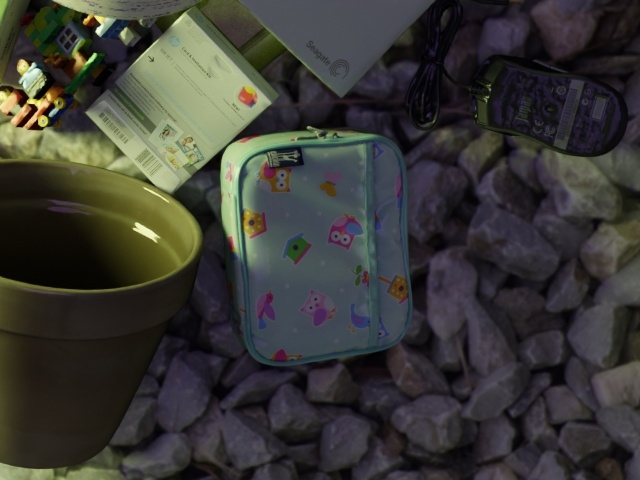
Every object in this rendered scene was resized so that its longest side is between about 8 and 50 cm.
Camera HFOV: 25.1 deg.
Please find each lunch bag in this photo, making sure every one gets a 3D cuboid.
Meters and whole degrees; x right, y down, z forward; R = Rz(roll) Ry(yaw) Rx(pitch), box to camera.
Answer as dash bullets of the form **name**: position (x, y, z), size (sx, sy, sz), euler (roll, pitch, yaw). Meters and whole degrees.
- **lunch bag**: position (0.000, 0.000, 1.698), size (0.224, 0.108, 0.279), euler (-5, 102, -13)

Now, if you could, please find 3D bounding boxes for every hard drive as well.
- **hard drive**: position (0.076, -0.350, 1.601), size (0.353, 0.047, 0.233), euler (-46, 137, 5)

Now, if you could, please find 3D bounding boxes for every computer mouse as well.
- **computer mouse**: position (0.240, -0.205, 1.703), size (0.262, 0.060, 0.184), euler (11, 105, 10)

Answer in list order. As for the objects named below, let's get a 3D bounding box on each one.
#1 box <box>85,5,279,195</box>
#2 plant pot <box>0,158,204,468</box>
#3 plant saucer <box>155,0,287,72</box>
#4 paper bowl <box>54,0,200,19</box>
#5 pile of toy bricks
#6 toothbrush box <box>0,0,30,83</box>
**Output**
- **box**: position (-0.164, -0.161, 1.694), size (0.145, 0.038, 0.186), euler (46, 117, -7)
- **plant pot**: position (-0.312, 0.097, 1.657), size (0.323, 0.323, 0.280), euler (10, 116, -1)
- **plant saucer**: position (-0.107, -0.290, 1.693), size (0.188, 0.045, 0.188), euler (-37, 98, 7)
- **paper bowl**: position (-0.212, -0.391, 1.552), size (0.284, 0.148, 0.284), euler (7, 57, -12)
- **pile of toy bricks**: position (-0.305, -0.230, 1.677), size (0.212, 0.118, 0.105), euler (-45, 75, 18)
- **toothbrush box**: position (-0.478, -0.317, 1.652), size (0.283, 0.122, 0.206), euler (20, 100, -4)
